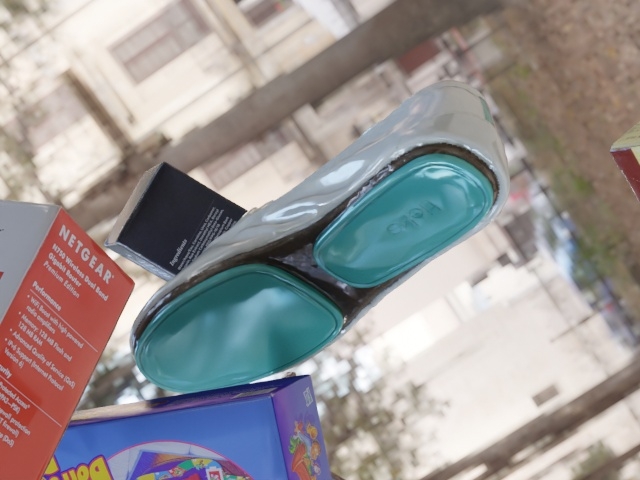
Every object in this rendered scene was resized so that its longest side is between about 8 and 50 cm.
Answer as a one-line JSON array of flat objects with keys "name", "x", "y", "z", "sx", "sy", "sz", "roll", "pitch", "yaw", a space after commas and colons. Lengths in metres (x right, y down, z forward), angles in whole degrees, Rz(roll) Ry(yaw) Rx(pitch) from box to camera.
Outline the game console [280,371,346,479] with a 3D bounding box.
[{"name": "game console", "x": 0.002, "y": 0.182, "z": 1.299, "sx": 0.144, "sy": 0.085, "sz": 0.124, "roll": -26, "pitch": -65, "yaw": -83}]

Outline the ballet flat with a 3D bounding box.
[{"name": "ballet flat", "x": 0.000, "y": 0.000, "z": 1.240, "sx": 0.139, "sy": 0.400, "sz": 0.139, "roll": 30, "pitch": -138, "yaw": -32}]

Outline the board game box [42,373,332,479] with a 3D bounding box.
[{"name": "board game box", "x": -0.154, "y": 0.245, "z": 1.139, "sx": 0.078, "sy": 0.347, "sz": 0.233, "roll": -16, "pitch": -85, "yaw": -69}]

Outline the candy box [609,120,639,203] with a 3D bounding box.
[{"name": "candy box", "x": 0.405, "y": -0.089, "z": 1.250, "sx": 0.183, "sy": 0.316, "sz": 0.087, "roll": 59, "pitch": 155, "yaw": -15}]

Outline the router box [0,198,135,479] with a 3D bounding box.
[{"name": "router box", "x": -0.307, "y": 0.112, "z": 0.837, "sx": 0.082, "sy": 0.335, "sz": 0.301, "roll": 53, "pitch": -127, "yaw": -46}]

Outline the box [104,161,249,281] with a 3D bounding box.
[{"name": "box", "x": -0.116, "y": 0.004, "z": 1.463, "sx": 0.158, "sy": 0.093, "sz": 0.156, "roll": 30, "pitch": 173, "yaw": -11}]
